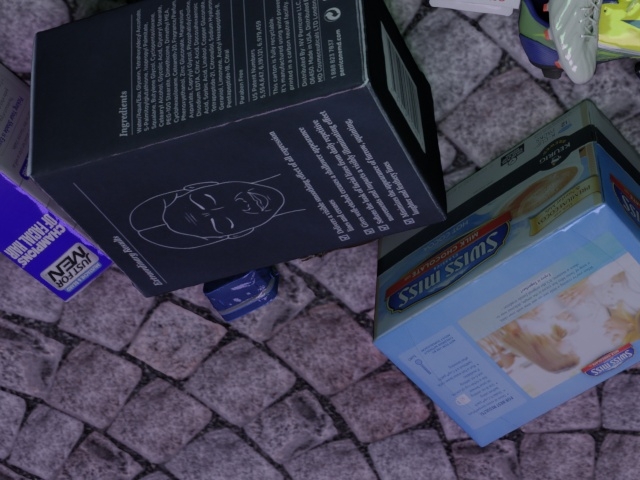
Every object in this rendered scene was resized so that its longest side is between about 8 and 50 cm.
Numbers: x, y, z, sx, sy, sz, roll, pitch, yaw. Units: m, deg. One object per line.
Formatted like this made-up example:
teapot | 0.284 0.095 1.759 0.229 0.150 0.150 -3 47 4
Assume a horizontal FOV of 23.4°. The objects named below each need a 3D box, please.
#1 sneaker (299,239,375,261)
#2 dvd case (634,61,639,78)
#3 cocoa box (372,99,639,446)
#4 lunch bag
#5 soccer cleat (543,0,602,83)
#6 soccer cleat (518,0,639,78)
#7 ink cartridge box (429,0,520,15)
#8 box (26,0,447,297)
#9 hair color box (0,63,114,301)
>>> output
sneaker | 0.000 0.000 1.999 0.188 0.071 0.066 -9 125 12
dvd case | 0.527 -0.205 1.833 0.253 0.022 0.180 -31 117 25
cocoa box | 0.265 0.046 1.912 0.347 0.228 0.231 -33 117 25
lunch bag | -0.100 0.059 2.053 0.098 0.067 0.065 -25 120 20
soccer cleat | 0.286 -0.272 1.703 0.076 0.068 0.196 -8 89 33
soccer cleat | 0.366 -0.263 1.754 0.289 0.093 0.121 -9 125 16
ink cartridge box | 0.183 -0.327 1.750 0.104 0.061 0.181 7 126 1
box | -0.090 -0.129 1.772 0.395 0.212 0.293 -14 147 14
hair color box | -0.390 -0.101 1.891 0.339 0.185 0.110 39 120 -21
